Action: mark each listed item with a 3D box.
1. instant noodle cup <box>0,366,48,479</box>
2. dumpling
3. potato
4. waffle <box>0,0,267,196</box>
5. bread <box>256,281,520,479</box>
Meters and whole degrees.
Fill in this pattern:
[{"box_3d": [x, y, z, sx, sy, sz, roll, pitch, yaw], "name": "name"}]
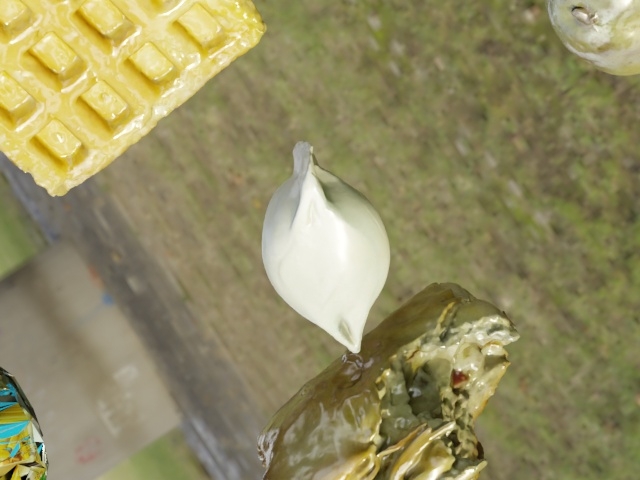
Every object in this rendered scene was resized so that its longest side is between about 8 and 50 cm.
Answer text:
[{"box_3d": [-0.406, 0.233, 1.505, 0.240, 0.178, 0.240, 16, 115, 38], "name": "instant noodle cup"}, {"box_3d": [0.000, 0.000, 1.435, 0.151, 0.124, 0.229, -121, 20, -60], "name": "dumpling"}, {"box_3d": [0.453, -0.366, 2.022, 0.221, 0.326, 0.243, 21, 148, 44], "name": "potato"}, {"box_3d": [-0.199, -0.177, 1.218, 0.221, 0.248, 0.055, 45, -169, -43], "name": "waffle"}, {"box_3d": [0.069, 0.213, 1.549, 0.191, 0.370, 0.314, 36, -176, -16], "name": "bread"}]
